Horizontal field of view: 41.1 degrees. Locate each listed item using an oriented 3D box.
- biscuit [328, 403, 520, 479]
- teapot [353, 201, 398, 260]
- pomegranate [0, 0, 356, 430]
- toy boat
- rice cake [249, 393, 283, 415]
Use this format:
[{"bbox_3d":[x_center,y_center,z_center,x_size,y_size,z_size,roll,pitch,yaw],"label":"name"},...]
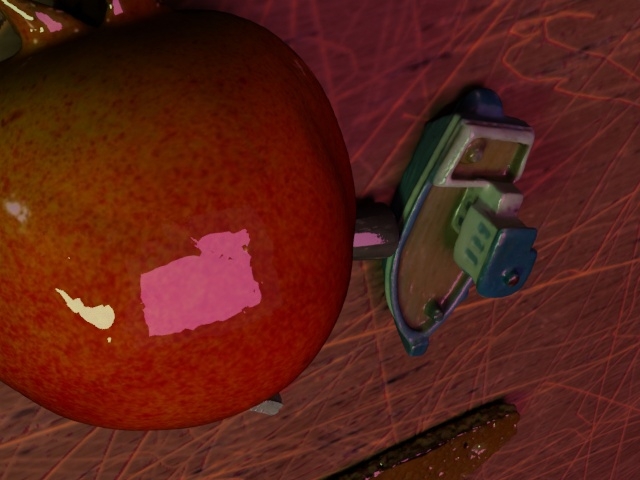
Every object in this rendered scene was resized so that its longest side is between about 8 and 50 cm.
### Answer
[{"bbox_3d":[0.103,0.253,0.903,0.237,0.026,0.131,-21,135,-18],"label":"biscuit"},{"bbox_3d":[0.000,0.000,0.622,0.111,0.043,0.042,-10,129,-23],"label":"teapot"},{"bbox_3d":[-0.090,-0.030,0.430,0.221,0.221,0.256,-19,106,-19],"label":"pomegranate"},{"bbox_3d":[0.106,0.000,0.646,0.088,0.102,0.215,1,124,-30],"label":"toy boat"},{"bbox_3d":[-0.080,0.119,0.680,0.121,0.022,0.021,20,112,-41],"label":"rice cake"}]
